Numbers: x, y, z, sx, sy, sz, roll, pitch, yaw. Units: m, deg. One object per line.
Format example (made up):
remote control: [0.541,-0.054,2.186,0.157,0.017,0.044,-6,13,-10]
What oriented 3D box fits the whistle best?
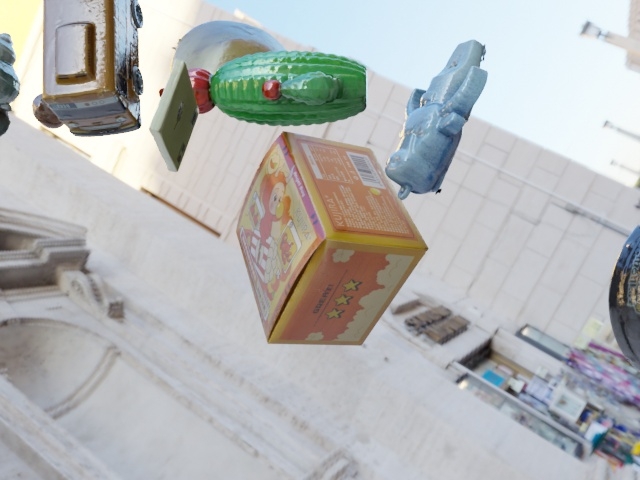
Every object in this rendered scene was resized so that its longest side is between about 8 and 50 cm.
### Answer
whistle: [0.175,-0.181,1.022,0.269,0.093,0.180,-68,19,-9]

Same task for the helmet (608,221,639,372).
helmet: [0.504,0.062,0.851,0.160,0.231,0.278,-161,88,-78]

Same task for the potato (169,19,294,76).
potato: [-0.140,-0.321,1.195,0.299,0.239,0.116,-118,36,-70]

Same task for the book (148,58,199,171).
book: [-0.147,-0.123,0.689,0.111,0.014,0.077,100,-174,-75]

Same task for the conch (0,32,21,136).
conch: [-0.704,-0.304,1.377,0.220,0.195,0.277,34,-101,-54]

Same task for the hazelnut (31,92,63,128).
hazelnut: [-0.634,-0.307,1.602,0.086,0.086,0.086,-47,-26,-30]

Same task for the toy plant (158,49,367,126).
toy plant: [-0.058,-0.182,0.825,0.155,0.240,0.088,-24,-65,-57]

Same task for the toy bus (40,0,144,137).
toy bus: [-0.276,-0.237,0.830,0.114,0.098,0.201,64,-158,-77]

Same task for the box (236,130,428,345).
box: [0.000,0.000,1.220,0.214,0.283,0.259,9,-51,-29]
